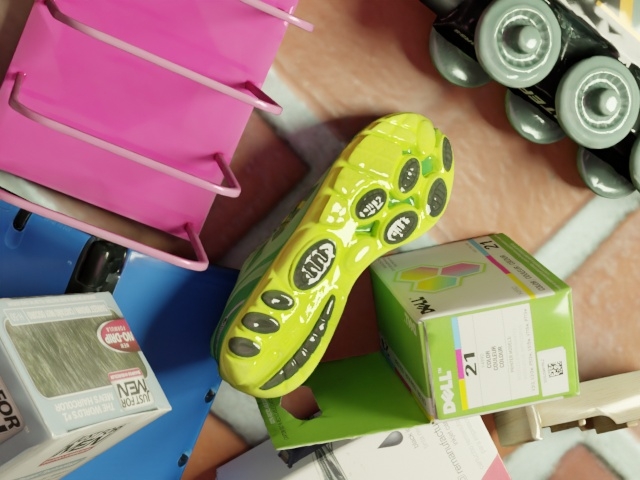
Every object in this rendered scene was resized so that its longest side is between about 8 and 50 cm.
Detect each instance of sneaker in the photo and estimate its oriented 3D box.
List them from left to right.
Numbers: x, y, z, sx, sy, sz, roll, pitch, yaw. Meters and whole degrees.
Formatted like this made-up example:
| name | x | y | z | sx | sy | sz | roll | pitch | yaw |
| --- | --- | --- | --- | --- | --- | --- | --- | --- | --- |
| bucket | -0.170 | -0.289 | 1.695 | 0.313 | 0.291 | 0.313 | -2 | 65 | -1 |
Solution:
| name | x | y | z | sx | sy | sz | roll | pitch | yaw |
| --- | --- | --- | --- | --- | --- | --- | --- | --- | --- |
| sneaker | 0.000 | 0.000 | 1.160 | 0.109 | 0.123 | 0.295 | 47 | 73 | -22 |

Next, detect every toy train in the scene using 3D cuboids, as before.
| name | x | y | z | sx | sy | sz | roll | pitch | yaw |
| --- | --- | --- | --- | --- | --- | --- | --- | --- | --- |
| toy train | 0.243 | -0.166 | 1.157 | 0.334 | 0.142 | 0.190 | 35 | 86 | -17 |

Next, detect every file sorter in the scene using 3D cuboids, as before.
| name | x | y | z | sx | sy | sz | roll | pitch | yaw |
| --- | --- | --- | --- | --- | --- | --- | --- | --- | --- |
| file sorter | -0.128 | -0.147 | 1.059 | 0.202 | 0.182 | 0.291 | 21 | 99 | -16 |

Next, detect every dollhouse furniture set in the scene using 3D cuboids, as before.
| name | x | y | z | sx | sy | sz | roll | pitch | yaw |
| --- | --- | --- | --- | --- | --- | --- | --- | --- | --- |
| dollhouse furniture set | 0.271 | 0.248 | 1.227 | 0.161 | 0.212 | 0.242 | -10 | 79 | -10 |

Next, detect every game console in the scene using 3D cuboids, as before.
| name | x | y | z | sx | sy | sz | roll | pitch | yaw |
| --- | --- | --- | --- | --- | --- | --- | --- | --- | --- |
| game console | -0.238 | 0.116 | 1.185 | 0.250 | 0.173 | 0.293 | 26 | 99 | 16 |

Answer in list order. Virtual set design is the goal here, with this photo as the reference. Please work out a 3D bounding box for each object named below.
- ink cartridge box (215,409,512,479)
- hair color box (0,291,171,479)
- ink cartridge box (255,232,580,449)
| name | x | y | z | sx | sy | sz | roll | pitch | yaw |
| --- | --- | --- | --- | --- | --- | --- | --- | --- | --- |
| ink cartridge box | 0.048 | 0.237 | 1.231 | 0.237 | 0.100 | 0.172 | -29 | 107 | -2 |
| hair color box | -0.320 | 0.181 | 1.024 | 0.374 | 0.185 | 0.114 | -32 | 80 | 16 |
| ink cartridge box | 0.067 | 0.082 | 1.150 | 0.255 | 0.189 | 0.097 | -10 | 106 | -8 |
